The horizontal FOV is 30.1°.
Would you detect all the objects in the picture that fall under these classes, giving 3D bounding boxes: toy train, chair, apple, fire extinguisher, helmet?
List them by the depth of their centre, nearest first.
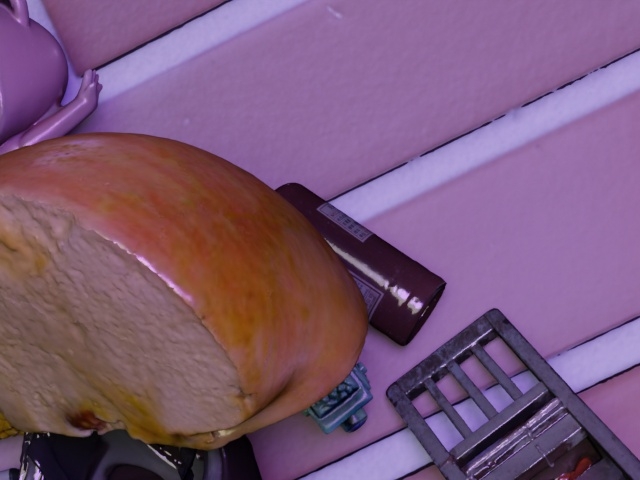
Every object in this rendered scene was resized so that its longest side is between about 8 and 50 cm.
[{"bbox_3d":[-0.137,0.037,0.921,0.309,0.314,0.252,-10,77,36],"label":"apple"},{"bbox_3d":[-0.152,0.258,0.974,0.225,0.177,0.305,-4,51,30],"label":"helmet"},{"bbox_3d":[0.189,0.205,1.004,0.136,0.147,0.270,-38,36,-1],"label":"chair"},{"bbox_3d":[-0.018,0.095,1.048,0.070,0.099,0.172,-38,80,-2],"label":"toy train"},{"bbox_3d":[0.000,0.000,1.059,0.231,0.099,0.071,35,84,9],"label":"fire extinguisher"}]

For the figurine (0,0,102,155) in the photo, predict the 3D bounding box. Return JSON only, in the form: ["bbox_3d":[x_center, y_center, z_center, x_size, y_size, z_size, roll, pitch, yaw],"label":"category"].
[{"bbox_3d":[-0.300,-0.084,1.080,0.176,0.186,0.287,-4,99,32],"label":"figurine"}]

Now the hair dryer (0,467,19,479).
[{"bbox_3d":[-0.325,0.242,1.098,0.198,0.057,0.100,-16,82,0],"label":"hair dryer"}]

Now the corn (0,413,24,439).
[{"bbox_3d":[-0.349,0.151,1.089,0.260,0.091,0.091,-14,46,5],"label":"corn"}]
